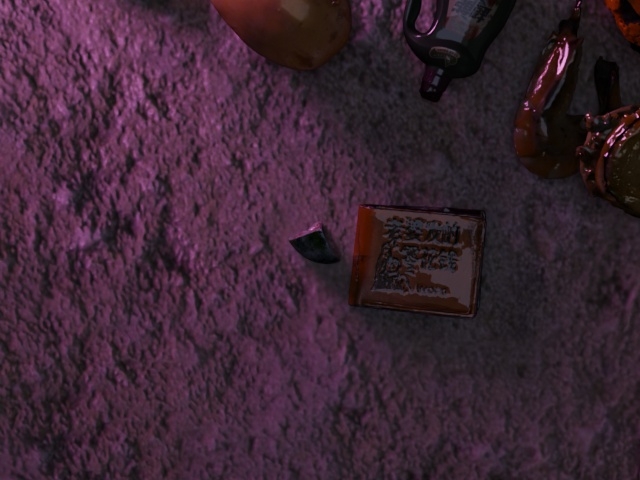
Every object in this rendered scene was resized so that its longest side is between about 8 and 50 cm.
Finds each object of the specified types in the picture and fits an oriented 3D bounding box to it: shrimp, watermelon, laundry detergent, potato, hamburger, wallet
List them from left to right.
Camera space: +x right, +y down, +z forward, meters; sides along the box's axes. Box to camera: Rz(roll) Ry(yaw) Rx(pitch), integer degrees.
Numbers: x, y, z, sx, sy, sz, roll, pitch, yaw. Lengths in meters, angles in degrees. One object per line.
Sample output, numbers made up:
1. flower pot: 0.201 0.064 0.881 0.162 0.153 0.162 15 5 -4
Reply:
1. potato: -0.057 -0.348 1.461 0.234 0.146 0.150 40 67 0
2. watermelon: 0.000 0.000 1.535 0.085 0.085 0.061 15 67 3
3. wallet: 0.145 0.028 1.521 0.195 0.042 0.161 6 96 4
4. laundry detergent: 0.184 -0.310 1.472 0.144 0.078 0.222 26 99 3
5. shrimp: 0.369 -0.208 1.475 0.145 0.059 0.254 23 97 -1
6. hamburger: 0.430 -0.121 1.430 0.185 0.131 0.159 37 102 -21

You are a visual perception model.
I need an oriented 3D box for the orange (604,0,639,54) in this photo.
1. orange: 0.496 -0.344 1.372 0.234 0.234 0.182 50 54 -1
